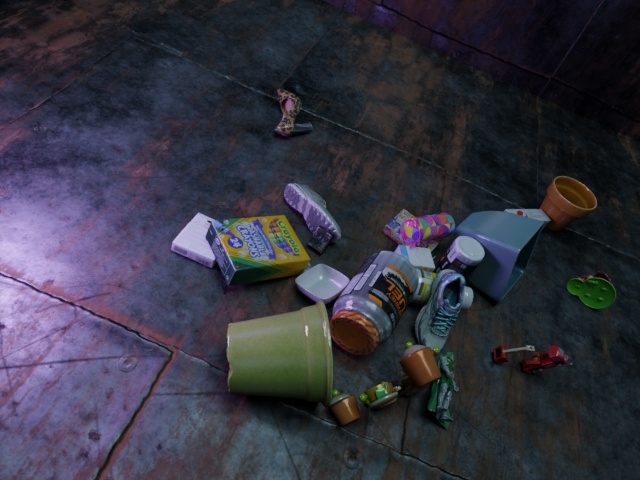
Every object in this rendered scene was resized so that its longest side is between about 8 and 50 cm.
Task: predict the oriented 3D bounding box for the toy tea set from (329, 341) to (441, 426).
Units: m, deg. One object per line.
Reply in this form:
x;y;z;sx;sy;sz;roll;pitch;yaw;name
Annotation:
0.175;0.383;1.366;0.336;0.200;0.124;-15;64;-26;toy tea set

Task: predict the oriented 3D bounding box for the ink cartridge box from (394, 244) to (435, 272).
0.333;0.084;1.765;0.143;0.092;0.089;7;48;-15;ink cartridge box

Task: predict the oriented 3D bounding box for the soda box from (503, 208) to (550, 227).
0.885;-0.089;2.158;0.216;0.069;0.073;-1;50;-24;soda box

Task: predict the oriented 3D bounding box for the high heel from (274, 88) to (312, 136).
-0.166;-0.559;2.137;0.186;0.093;0.261;-18;67;-40;high heel

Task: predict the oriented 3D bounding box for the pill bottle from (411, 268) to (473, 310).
0.404;0.175;1.695;0.215;0.117;0.117;15;46;-8;pill bottle

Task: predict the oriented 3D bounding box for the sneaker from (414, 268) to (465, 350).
0.381;0.225;1.566;0.110;0.122;0.282;17;84;-7;sneaker

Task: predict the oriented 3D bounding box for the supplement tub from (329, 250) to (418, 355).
0.164;0.191;1.533;0.194;0.193;0.316;33;47;8;supplement tub

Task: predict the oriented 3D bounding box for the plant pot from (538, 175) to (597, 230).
1.071;-0.149;2.202;0.205;0.187;0.205;11;48;-12;plant pot

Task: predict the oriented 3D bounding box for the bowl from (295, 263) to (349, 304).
0.007;0.147;1.588;0.142;0.053;0.142;28;42;32;bowl

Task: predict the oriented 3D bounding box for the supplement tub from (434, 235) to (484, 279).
0.484;0.083;1.758;0.117;0.190;0.116;12;46;-13;supplement tub

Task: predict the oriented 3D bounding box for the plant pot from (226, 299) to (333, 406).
-0.115;0.302;1.302;0.254;0.276;0.276;-2;50;-8;plant pot

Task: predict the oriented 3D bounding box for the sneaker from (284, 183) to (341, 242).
-0.007;-0.115;1.801;0.115;0.105;0.281;-20;63;-42;sneaker

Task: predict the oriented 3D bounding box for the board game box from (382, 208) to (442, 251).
0.354;-0.022;1.901;0.193;0.045;0.147;39;47;14;board game box

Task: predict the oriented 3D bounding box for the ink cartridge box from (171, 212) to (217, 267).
-0.375;-0.003;1.606;0.146;0.045;0.179;24;36;1;ink cartridge box

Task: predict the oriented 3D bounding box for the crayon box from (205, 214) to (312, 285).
-0.178;0.022;1.594;0.323;0.083;0.203;-6;52;-38;crayon box

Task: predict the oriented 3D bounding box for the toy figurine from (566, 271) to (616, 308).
1.095;0.178;1.998;0.173;0.130;0.159;18;26;29;toy figurine

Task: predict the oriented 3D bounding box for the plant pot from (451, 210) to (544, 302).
0.628;0.027;1.840;0.252;0.247;0.248;29;43;28;plant pot

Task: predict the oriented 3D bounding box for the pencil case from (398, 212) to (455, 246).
0.391;-0.042;1.813;0.237;0.104;0.104;-13;56;-40;pencil case

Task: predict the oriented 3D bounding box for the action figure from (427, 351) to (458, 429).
0.373;0.422;1.478;0.064;0.137;0.232;-13;32;27;action figure

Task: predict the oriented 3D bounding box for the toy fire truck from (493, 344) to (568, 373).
0.680;0.375;1.613;0.135;0.192;0.047;40;41;-26;toy fire truck

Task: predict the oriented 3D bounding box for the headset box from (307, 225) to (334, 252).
0.000;0.000;1.722;0.062;0.083;0.032;36;11;12;headset box
